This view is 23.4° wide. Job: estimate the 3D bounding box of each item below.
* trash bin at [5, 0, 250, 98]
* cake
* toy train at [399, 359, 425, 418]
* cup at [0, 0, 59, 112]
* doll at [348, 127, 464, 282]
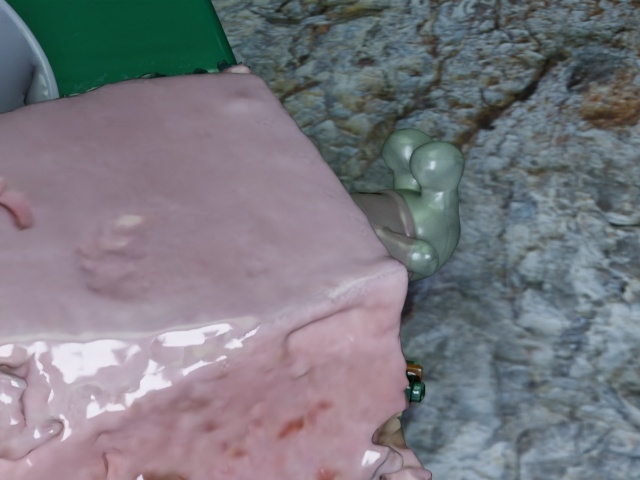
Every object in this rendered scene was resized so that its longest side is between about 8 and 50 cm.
[{"bbox_3d":[-0.219,-0.153,1.338,0.295,0.259,0.381,-13,40,-16],"label":"trash bin"},{"bbox_3d":[-0.111,0.094,0.942,0.314,0.307,0.293,-17,40,-21],"label":"cake"},{"bbox_3d":[0.029,0.101,1.155,0.103,0.044,0.064,8,23,9],"label":"toy train"},{"bbox_3d":[-0.361,-0.040,1.110,0.212,0.317,0.212,29,39,-27],"label":"cup"},{"bbox_3d":[0.006,0.010,1.229,0.275,0.113,0.155,-28,25,-23],"label":"doll"}]
